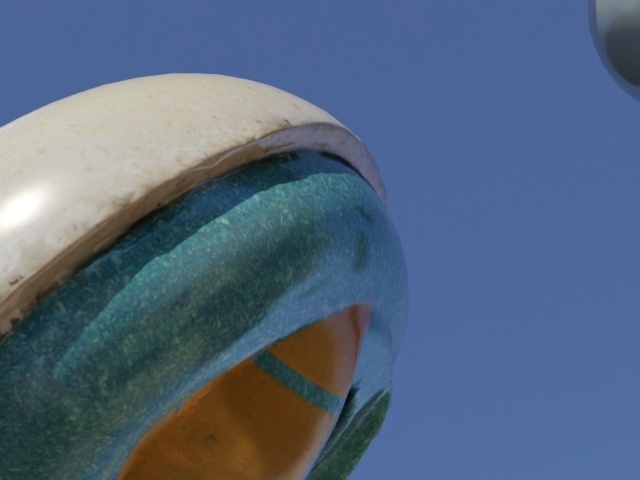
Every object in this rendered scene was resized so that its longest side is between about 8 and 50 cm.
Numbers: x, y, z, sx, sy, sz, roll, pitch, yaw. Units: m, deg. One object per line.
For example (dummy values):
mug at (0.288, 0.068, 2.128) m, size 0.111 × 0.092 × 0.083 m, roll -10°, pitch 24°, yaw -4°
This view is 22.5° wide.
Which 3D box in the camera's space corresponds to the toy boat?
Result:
toy boat at (0.000, 0.000, 0.488) m, size 0.318 × 0.148 × 0.267 m, roll -49°, pitch -16°, yaw 7°
